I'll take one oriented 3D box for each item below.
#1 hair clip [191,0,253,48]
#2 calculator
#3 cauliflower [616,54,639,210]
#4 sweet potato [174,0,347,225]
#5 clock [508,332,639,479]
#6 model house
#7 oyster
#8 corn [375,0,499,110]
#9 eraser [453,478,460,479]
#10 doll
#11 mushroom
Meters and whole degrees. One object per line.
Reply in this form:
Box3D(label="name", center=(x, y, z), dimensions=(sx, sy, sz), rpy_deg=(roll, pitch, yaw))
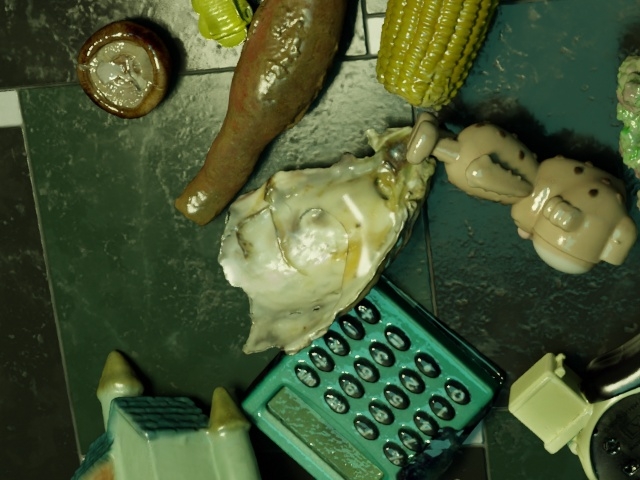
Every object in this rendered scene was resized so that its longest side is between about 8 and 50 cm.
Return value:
Box3D(label="hair clip", center=(-0.133, -0.308, 1.653), dimensions=(0.072, 0.046, 0.173), rpy_deg=(-23, 98, 20))
Box3D(label="calculator", center=(0.063, 0.199, 1.748), dimensions=(0.248, 0.058, 0.274), rpy_deg=(42, 109, -2))
Box3D(label="cauliflower", center=(0.448, -0.130, 1.458), dimensions=(0.256, 0.315, 0.239), rpy_deg=(-32, 91, -26))
Box3D(label="sweet potato", center=(-0.063, -0.171, 1.650), dimensions=(0.109, 0.109, 0.385), rpy_deg=(28, 110, 3))
Box3D(label="clock", center=(0.423, 0.136, 1.624), dimensions=(0.276, 0.120, 0.379), rpy_deg=(38, 110, -6))
Box3D(label="model house", center=(-0.197, 0.288, 1.789), dimensions=(0.267, 0.194, 0.325), rpy_deg=(-41, 57, 47))
Box3D(label="oyster", center=(0.003, 0.001, 1.680), dimensions=(0.271, 0.100, 0.275), rpy_deg=(1, 89, 17))
Box3D(label="corn", center=(0.146, -0.317, 1.550), dimensions=(0.131, 0.131, 0.345), rpy_deg=(16, 111, 7))
Box3D(label="eraser", center=(0.135, 0.407, 1.772), dimensions=(0.046, 0.092, 0.213), rpy_deg=(29, 110, 2))
Box3D(label="doll", center=(0.226, -0.063, 1.587), dimensions=(0.278, 0.154, 0.119), rpy_deg=(28, 108, 4))
Box3D(label="mushroom", center=(-0.234, -0.206, 1.701), dimensions=(0.123, 0.052, 0.123), rpy_deg=(6, 113, 15))
